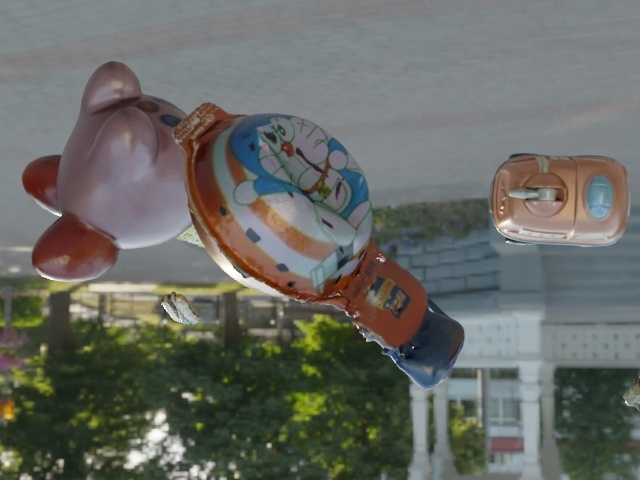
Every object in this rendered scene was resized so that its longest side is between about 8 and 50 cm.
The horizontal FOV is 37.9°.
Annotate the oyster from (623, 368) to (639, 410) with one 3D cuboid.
[{"bbox_3d":[0.350,0.138,0.946,0.051,0.093,0.034,39,169,27],"label":"oyster"}]

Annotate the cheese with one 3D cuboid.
[{"bbox_3d":[0.000,0.000,0.852,0.129,0.329,0.217,-43,-175,38],"label":"cheese"}]

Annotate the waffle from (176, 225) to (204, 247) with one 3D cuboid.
[{"bbox_3d":[-0.262,-0.104,1.648,0.057,0.219,0.229,-29,163,11],"label":"waffle"}]

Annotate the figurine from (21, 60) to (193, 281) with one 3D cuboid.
[{"bbox_3d":[-0.268,-0.085,1.322,0.211,0.261,0.269,23,-156,-35],"label":"figurine"}]

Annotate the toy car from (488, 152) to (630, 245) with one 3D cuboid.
[{"bbox_3d":[0.459,-0.079,1.757,0.271,0.180,0.212,2,180,4],"label":"toy car"}]

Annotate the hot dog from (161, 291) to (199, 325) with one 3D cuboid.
[{"bbox_3d":[-0.176,0.085,1.183,0.037,0.021,0.083,2,155,7],"label":"hot dog"}]
